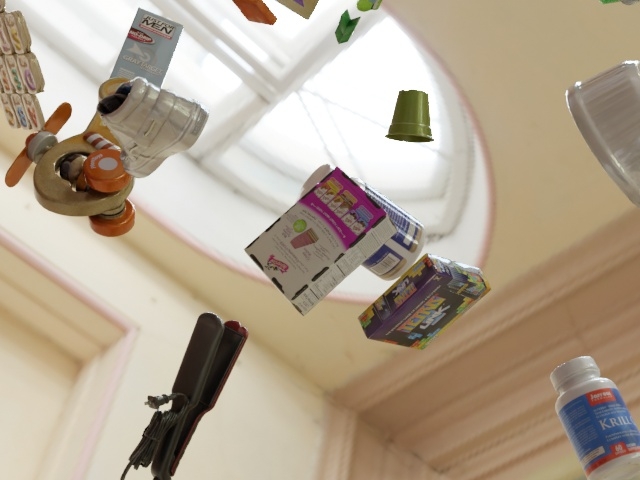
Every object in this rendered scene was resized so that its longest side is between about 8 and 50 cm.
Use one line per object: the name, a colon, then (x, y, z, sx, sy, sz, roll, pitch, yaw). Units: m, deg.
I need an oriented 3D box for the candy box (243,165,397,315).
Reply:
candy box: (0.000, 0.000, 1.958, 0.233, 0.071, 0.159, -41, -126, -3)

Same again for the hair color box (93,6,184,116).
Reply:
hair color box: (-0.415, -0.298, 2.353, 0.185, 0.113, 0.375, 127, -20, -56)

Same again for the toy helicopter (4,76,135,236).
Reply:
toy helicopter: (-0.419, -0.177, 1.961, 0.140, 0.234, 0.355, 96, 5, -46)

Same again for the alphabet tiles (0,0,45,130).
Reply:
alphabet tiles: (-0.558, -0.325, 1.895, 0.021, 0.278, 0.284, -25, -159, -31)

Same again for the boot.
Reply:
boot: (-0.261, -0.168, 1.543, 0.258, 0.123, 0.095, -21, -135, 58)

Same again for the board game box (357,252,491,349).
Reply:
board game box: (0.167, 0.101, 1.742, 0.170, 0.141, 0.048, -46, -129, 28)

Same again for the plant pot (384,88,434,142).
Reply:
plant pot: (0.149, -0.206, 1.786, 0.083, 0.083, 0.079, -1, -96, 61)

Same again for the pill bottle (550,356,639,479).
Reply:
pill bottle: (0.511, 0.332, 2.014, 0.124, 0.124, 0.222, -39, -125, 26)

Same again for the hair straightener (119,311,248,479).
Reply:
hair straightener: (-0.161, 0.178, 1.128, 0.047, 0.089, 0.230, 30, -90, 40)

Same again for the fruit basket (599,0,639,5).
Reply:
fruit basket: (0.623, -0.586, 2.032, 0.353, 0.165, 0.327, -23, -125, -15)

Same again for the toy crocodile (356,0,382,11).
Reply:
toy crocodile: (0.100, -0.449, 1.555, 0.340, 0.105, 0.115, 122, -19, -66)

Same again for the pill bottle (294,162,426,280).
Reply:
pill bottle: (0.083, -0.041, 2.314, 0.153, 0.264, 0.153, -45, -157, 25)

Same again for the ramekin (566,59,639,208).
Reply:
ramekin: (0.555, -0.189, 1.879, 0.127, 0.273, 0.273, -37, -154, 27)

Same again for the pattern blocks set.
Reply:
pattern blocks set: (-0.068, -0.407, 1.552, 0.026, 0.324, 0.285, -61, -168, -29)
